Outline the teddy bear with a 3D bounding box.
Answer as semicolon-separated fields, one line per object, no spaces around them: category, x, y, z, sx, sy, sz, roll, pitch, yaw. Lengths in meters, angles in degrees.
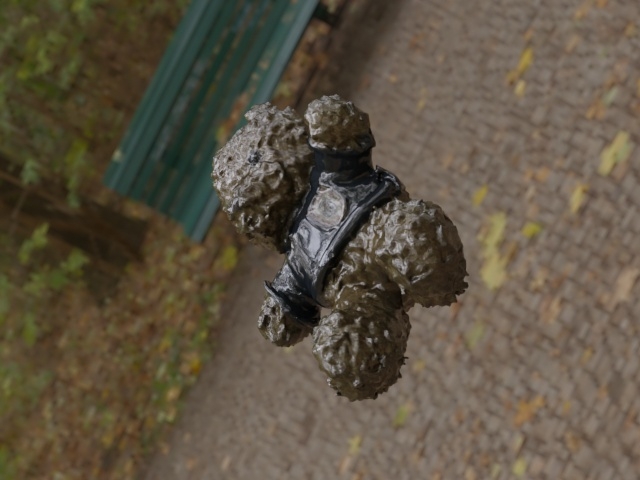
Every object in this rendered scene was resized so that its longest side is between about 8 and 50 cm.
teddy bear;0.016;0.005;0.987;0.251;0.129;0.182;47;115;43
